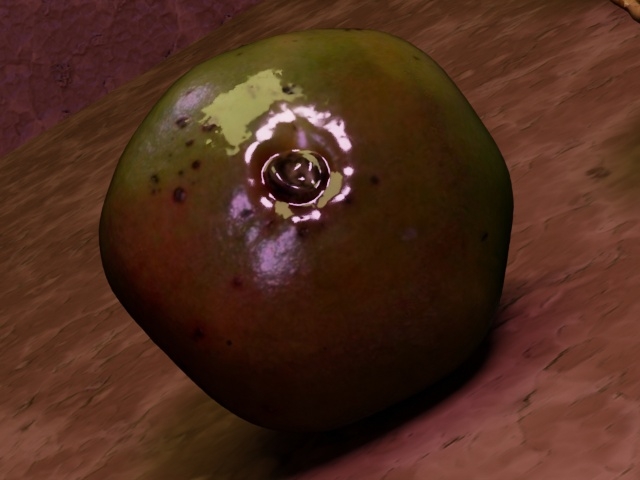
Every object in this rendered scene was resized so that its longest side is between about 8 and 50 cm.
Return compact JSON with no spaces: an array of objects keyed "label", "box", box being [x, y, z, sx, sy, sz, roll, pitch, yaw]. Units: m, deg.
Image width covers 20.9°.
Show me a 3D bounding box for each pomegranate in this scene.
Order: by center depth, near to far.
[{"label":"pomegranate","box":[0.000,0.000,0.778,0.180,0.180,0.210,-29,-15,4]}]

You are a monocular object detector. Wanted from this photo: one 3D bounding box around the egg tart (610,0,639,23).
[{"label":"egg tart","box":[0.272,-0.130,0.766,0.297,0.132,0.297,-14,23,6]}]
